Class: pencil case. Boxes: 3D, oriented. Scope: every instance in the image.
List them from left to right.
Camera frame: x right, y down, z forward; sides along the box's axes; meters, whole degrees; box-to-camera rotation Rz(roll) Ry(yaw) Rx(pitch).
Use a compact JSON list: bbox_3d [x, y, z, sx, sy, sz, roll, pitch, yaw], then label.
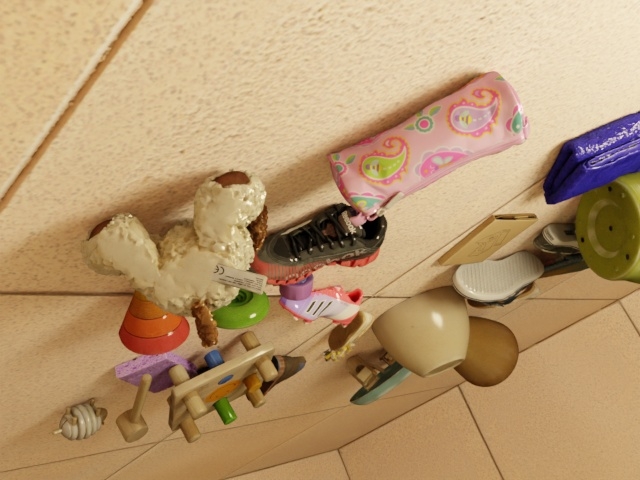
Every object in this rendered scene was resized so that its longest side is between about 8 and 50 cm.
[{"bbox_3d":[0.152,-0.129,0.932,0.284,0.124,0.124,-28,156,8],"label":"pencil case"}]

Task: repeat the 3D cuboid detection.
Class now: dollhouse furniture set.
[{"bbox_3d":[0.165,0.384,2.121,0.161,0.101,0.182,-46,158,-10],"label":"dollhouse furniture set"}]

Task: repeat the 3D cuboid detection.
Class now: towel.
[{"bbox_3d":[0.752,0.063,1.924,0.370,0.040,0.271,-6,166,-32],"label":"towel"},{"bbox_3d":[0.619,-0.174,1.315,0.308,0.076,0.227,-21,156,-5],"label":"towel"}]

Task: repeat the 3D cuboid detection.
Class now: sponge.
[{"bbox_3d":[-0.368,0.299,1.481,0.117,0.031,0.210,-24,157,0],"label":"sponge"}]

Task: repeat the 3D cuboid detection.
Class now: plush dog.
[{"bbox_3d":[-0.170,0.031,0.935,0.262,0.210,0.225,-23,-177,3],"label":"plush dog"}]

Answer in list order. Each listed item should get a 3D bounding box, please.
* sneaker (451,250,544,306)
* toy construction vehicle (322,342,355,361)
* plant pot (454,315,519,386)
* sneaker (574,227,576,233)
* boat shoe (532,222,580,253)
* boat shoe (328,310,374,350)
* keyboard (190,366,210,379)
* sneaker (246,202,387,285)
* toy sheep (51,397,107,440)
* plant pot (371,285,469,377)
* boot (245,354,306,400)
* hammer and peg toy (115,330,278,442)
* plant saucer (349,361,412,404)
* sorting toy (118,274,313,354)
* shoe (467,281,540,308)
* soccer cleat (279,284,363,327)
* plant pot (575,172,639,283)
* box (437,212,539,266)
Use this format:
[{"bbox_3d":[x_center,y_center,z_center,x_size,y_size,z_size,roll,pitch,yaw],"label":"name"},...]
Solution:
[{"bbox_3d":[0.456,0.119,1.730,0.321,0.126,0.127,-8,147,-35],"label":"sneaker"},{"bbox_3d":[0.056,0.342,1.954,0.098,0.035,0.086,-35,154,26],"label":"toy construction vehicle"},{"bbox_3d":[0.505,0.349,2.180,0.237,0.237,0.254,-34,141,23],"label":"plant pot"},{"bbox_3d":[0.795,-0.047,1.696,0.281,0.115,0.105,-15,155,-19],"label":"sneaker"},{"bbox_3d":[0.645,0.000,1.720,0.219,0.077,0.070,7,143,-36],"label":"boat shoe"},{"bbox_3d":[0.085,0.245,1.739,0.059,0.063,0.170,5,144,-38],"label":"boat shoe"},{"bbox_3d":[-0.311,0.372,1.703,0.108,0.023,0.180,-28,156,-5],"label":"keyboard"},{"bbox_3d":[0.000,0.000,1.095,0.276,0.097,0.135,-12,155,-30],"label":"sneaker"},{"bbox_3d":[-0.556,0.419,1.502,0.132,0.091,0.091,-9,154,-41],"label":"toy sheep"},{"bbox_3d":[0.315,0.280,1.866,0.284,0.191,0.284,-20,156,-9],"label":"plant pot"},{"bbox_3d":[-0.128,0.390,1.832,0.106,0.082,0.219,0,146,-38],"label":"boot"},{"bbox_3d":[-0.278,0.364,1.501,0.361,0.127,0.266,-22,155,-28],"label":"hammer and peg toy"},{"bbox_3d":[0.241,0.484,2.277,0.318,0.043,0.317,-36,173,-5],"label":"plant saucer"},{"bbox_3d":[-0.176,0.079,1.142,0.366,0.127,0.126,-15,126,-25],"label":"sorting toy"},{"bbox_3d":[0.533,0.161,1.895,0.219,0.076,0.058,-17,147,39],"label":"shoe"},{"bbox_3d":[0.004,0.133,1.431,0.248,0.083,0.095,18,104,-50],"label":"soccer cleat"},{"bbox_3d":[0.806,-0.039,1.497,0.353,0.366,0.366,-3,152,-13],"label":"plant pot"},{"bbox_3d":[0.399,-0.001,1.554,0.164,0.021,0.201,-3,150,-38],"label":"box"}]
